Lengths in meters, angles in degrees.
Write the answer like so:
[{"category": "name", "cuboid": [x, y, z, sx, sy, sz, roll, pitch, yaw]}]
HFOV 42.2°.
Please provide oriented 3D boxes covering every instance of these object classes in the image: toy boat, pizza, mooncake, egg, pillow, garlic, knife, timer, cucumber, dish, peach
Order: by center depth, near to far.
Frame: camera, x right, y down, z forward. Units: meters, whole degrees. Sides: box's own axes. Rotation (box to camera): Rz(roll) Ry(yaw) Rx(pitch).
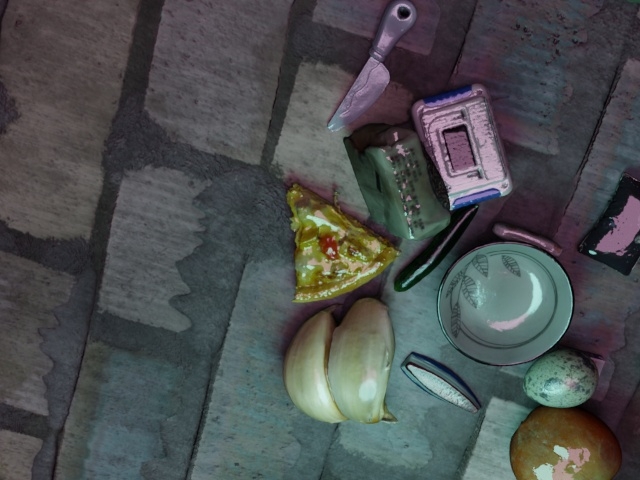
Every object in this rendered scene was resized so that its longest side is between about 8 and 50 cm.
[{"category": "mooncake", "cuboid": [0.166, -0.135, 1.779, 0.136, 0.250, 0.254, -24, 108, -10]}, {"category": "timer", "cuboid": [0.308, -0.203, 1.806, 0.178, 0.078, 0.254, -16, 91, 8]}, {"category": "knife", "cuboid": [0.119, -0.373, 1.820, 0.080, 0.044, 0.331, 24, 113, -10]}, {"category": "pillow", "cuboid": [0.693, -0.032, 1.869, 0.141, 0.055, 0.208, 28, 106, 4]}, {"category": "egg", "cuboid": [0.549, 0.317, 1.900, 0.172, 0.132, 0.132, -18, 104, 17]}, {"category": "dish", "cuboid": [0.418, 0.131, 1.906, 0.316, 0.106, 0.317, 2, 111, 4]}, {"category": "pizza", "cuboid": [0.000, 0.000, 1.915, 0.280, 0.075, 0.288, -34, 102, 12]}, {"category": "cucumber", "cuboid": [0.269, 0.019, 1.915, 0.056, 0.056, 0.284, 38, 108, -7]}, {"category": "peach", "cuboid": [0.567, 0.504, 1.946, 0.252, 0.252, 0.253, 1, 107, 4]}, {"category": "garlic", "cuboid": [0.062, 0.297, 1.949, 0.249, 0.286, 0.313, -23, 117, -36]}, {"category": "toy boat", "cuboid": [0.300, 0.356, 2.017, 0.229, 0.046, 0.080, 35, 103, -4]}]

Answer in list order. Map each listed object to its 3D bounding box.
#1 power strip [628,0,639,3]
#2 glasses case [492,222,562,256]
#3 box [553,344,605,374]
[{"category": "power strip", "cuboid": [0.662, -0.604, 1.656, 0.139, 0.140, 0.224, 32, 105, -5]}, {"category": "glasses case", "cuboid": [0.470, -0.002, 1.886, 0.164, 0.063, 0.041, 19, 104, -1]}, {"category": "box", "cuboid": [0.613, 0.287, 1.975, 0.117, 0.036, 0.051, 13, 108, 0]}]
